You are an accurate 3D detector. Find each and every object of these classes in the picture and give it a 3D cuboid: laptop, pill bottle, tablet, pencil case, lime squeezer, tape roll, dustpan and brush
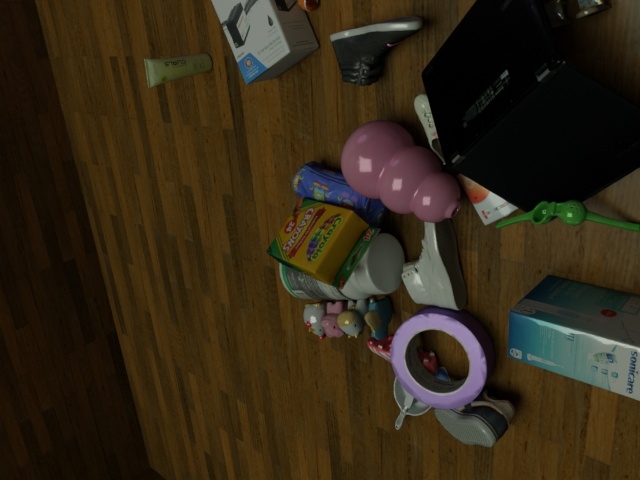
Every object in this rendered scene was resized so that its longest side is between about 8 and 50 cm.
[{"bbox_3d":[0.441,-0.291,1.230,0.382,0.236,0.408,131,132,-60],"label":"laptop"},{"bbox_3d":[0.062,0.075,1.763,0.361,0.204,0.204,-6,105,46],"label":"pill bottle"},{"bbox_3d":[0.370,0.420,1.772,0.054,0.006,0.083,-23,94,48],"label":"tablet"},{"bbox_3d":[0.059,-0.142,1.717,0.306,0.119,0.133,25,146,35],"label":"pencil case"},{"bbox_3d":[0.522,-0.055,1.295,0.310,0.110,0.059,1,84,37],"label":"lime squeezer"},{"bbox_3d":[0.337,0.322,1.640,0.274,0.090,0.275,7,105,29],"label":"tape roll"},{"bbox_3d":[0.280,0.518,1.869,0.147,0.060,0.211,33,130,30],"label":"dustpan and brush"}]

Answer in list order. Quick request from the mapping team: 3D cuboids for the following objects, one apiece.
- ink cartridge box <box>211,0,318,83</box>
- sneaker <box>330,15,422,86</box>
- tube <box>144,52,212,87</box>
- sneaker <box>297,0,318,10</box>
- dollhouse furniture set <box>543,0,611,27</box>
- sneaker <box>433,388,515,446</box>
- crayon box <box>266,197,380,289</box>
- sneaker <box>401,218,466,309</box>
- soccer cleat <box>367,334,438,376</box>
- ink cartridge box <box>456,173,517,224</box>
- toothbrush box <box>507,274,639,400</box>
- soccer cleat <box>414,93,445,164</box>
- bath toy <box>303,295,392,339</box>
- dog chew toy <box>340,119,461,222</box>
[{"bbox_3d":[-0.170,-0.643,1.692,0.223,0.129,0.307,-18,96,48],"label":"ink cartridge box"},{"bbox_3d":[0.149,-0.471,1.484,0.295,0.104,0.147,8,117,49],"label":"sneaker"},{"bbox_3d":[-0.470,-0.569,1.948,0.062,0.240,0.070,-32,85,50],"label":"tube"},{"bbox_3d":[-0.041,-0.710,1.581,0.067,0.064,0.175,37,130,40],"label":"sneaker"},{"bbox_3d":[0.472,-0.523,1.082,0.242,0.161,0.212,-11,102,47],"label":"dollhouse furniture set"},{"bbox_3d":[0.440,0.499,1.668,0.126,0.127,0.321,54,163,-1],"label":"sneaker"},{"bbox_3d":[0.000,0.000,1.649,0.081,0.202,0.318,40,167,-35],"label":"crayon box"},{"bbox_3d":[0.283,0.051,1.600,0.169,0.108,0.293,0,111,42],"label":"sneaker"},{"bbox_3d":[0.247,0.362,1.814,0.248,0.083,0.095,12,118,38],"label":"soccer cleat"},{"bbox_3d":[0.432,-0.134,1.405,0.179,0.045,0.145,-32,86,51],"label":"ink cartridge box"},{"bbox_3d":[0.592,0.200,1.282,0.295,0.216,0.126,16,120,41],"label":"toothbrush box"},{"bbox_3d":[0.287,-0.276,1.455,0.068,0.076,0.196,-36,83,48],"label":"soccer cleat"},{"bbox_3d":[0.070,0.255,1.881,0.348,0.151,0.129,-11,86,49],"label":"bath toy"},{"bbox_3d":[0.210,-0.163,1.489,0.332,0.206,0.207,38,133,27],"label":"dog chew toy"}]
